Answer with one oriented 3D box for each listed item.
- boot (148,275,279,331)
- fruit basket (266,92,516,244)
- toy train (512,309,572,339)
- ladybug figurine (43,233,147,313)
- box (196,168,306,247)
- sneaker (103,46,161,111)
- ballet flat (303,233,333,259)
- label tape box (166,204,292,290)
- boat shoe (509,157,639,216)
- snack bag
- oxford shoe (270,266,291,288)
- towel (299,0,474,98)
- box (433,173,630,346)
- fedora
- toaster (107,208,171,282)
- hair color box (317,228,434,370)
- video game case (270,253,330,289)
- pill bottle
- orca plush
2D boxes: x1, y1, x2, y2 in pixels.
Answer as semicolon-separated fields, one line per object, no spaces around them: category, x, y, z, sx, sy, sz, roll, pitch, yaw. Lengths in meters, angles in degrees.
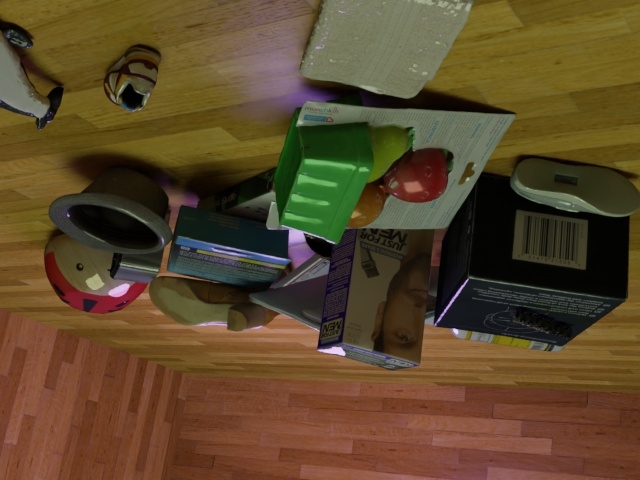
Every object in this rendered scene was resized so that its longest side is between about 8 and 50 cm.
boot;-0.235;0.141;2.101;0.295;0.104;0.211;17;-166;22
fruit basket;0.104;-0.123;1.492;0.353;0.165;0.327;-5;148;-19
toy train;0.429;0.163;1.725;0.158;0.027;0.036;20;169;-31
ladybug figurine;-0.628;0.102;2.485;0.305;0.162;0.449;12;161;-11
box;-0.098;-0.059;1.935;0.232;0.059;0.322;21;157;-33
sneaker;-0.316;-0.243;1.443;0.069;0.084;0.185;16;160;-21
ballet flat;0.000;0.000;1.882;0.084;0.058;0.250;6;161;8
label tape box;-0.197;0.009;1.916;0.240;0.106;0.334;12;163;-10
boat shoe;0.446;-0.092;1.568;0.227;0.079;0.081;14;170;0
snack bag;0.064;0.135;1.995;0.342;0.037;0.323;18;-157;41
oxford shoe;-0.178;0.090;2.300;0.169;0.130;0.449;4;162;10
towel;0.080;-0.279;1.213;0.187;0.049;0.282;11;161;-7
box;0.409;0.053;1.781;0.293;0.212;0.395;8;161;0
fedora;-0.433;-0.074;1.906;0.275;0.124;0.243;-6;147;37
toaster;-0.428;0.001;2.094;0.110;0.168;0.185;12;163;-16
hair color box;0.117;0.071;1.767;0.185;0.339;0.110;18;159;-26
video game case;0.013;0.133;2.329;0.204;0.025;0.285;-37;142;18
pill bottle;0.415;0.151;2.103;0.333;0.188;0.188;8;161;3
orca plush;-0.529;-0.298;1.439;0.151;0.102;0.287;-46;152;12
